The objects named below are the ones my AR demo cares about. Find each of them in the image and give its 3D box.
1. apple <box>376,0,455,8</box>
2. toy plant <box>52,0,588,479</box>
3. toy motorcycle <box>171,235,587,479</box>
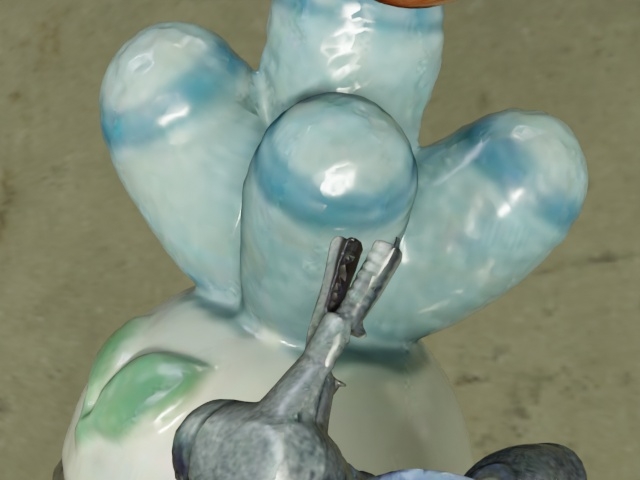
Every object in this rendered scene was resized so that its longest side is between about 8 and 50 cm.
[{"bbox_3d":[0.034,-0.188,0.770,0.181,0.181,0.168,23,99,-16],"label":"apple"},{"bbox_3d":[0.000,0.000,0.942,0.247,0.247,0.332,8,105,-17],"label":"toy plant"},{"bbox_3d":[0.015,0.171,0.543,0.212,0.125,0.358,51,37,-27],"label":"toy motorcycle"}]
